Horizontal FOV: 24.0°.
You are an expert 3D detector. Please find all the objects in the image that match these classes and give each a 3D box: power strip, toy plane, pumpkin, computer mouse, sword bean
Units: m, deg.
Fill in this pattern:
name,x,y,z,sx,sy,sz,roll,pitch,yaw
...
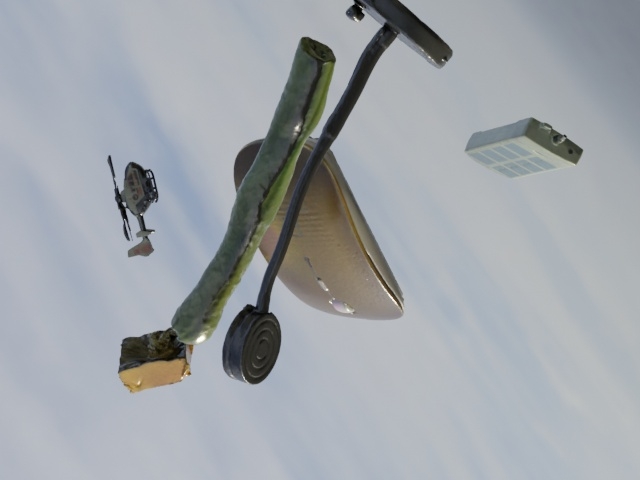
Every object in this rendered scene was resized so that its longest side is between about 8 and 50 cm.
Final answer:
name,x,y,z,sx,sy,sz,roll,pitch,yaw
power strip,0.244,-0.109,1.816,0.080,0.029,0.227,30,169,-13
toy plane,-0.206,-0.041,1.687,0.031,0.049,0.120,-47,-56,-87
pumpkin,-0.183,0.129,1.681,0.074,0.083,0.054,-102,0,-64
computer mouse,0.000,0.000,1.462,0.056,0.126,0.245,-60,-42,-34
sword bean,-0.051,-0.032,1.176,0.043,0.269,0.038,17,-158,-24

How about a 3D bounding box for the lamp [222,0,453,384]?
name,x,y,z,sx,sy,sz,roll,pitch,yaw
lamp,0.015,-0.043,1.303,0.108,0.371,0.130,19,176,25
